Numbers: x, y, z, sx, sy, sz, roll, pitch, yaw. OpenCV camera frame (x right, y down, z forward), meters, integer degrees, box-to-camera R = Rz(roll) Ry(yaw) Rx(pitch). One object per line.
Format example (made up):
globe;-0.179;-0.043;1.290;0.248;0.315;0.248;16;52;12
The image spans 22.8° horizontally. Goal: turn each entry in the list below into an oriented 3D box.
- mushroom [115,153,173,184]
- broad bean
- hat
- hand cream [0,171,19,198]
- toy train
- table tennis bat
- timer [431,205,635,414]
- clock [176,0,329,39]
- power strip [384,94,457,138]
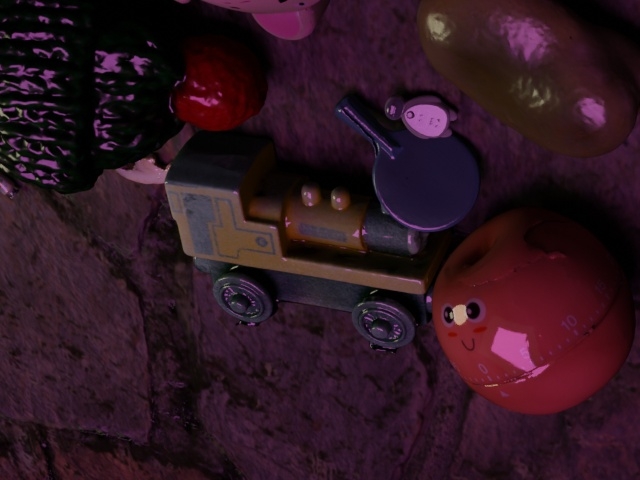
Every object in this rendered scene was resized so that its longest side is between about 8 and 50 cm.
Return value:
mushroom;-0.229;-0.096;2.115;0.101;0.019;0.049;6;139;23
broad bean;0.221;-0.188;1.658;0.263;0.121;0.189;37;150;14
hat;-0.231;-0.176;1.863;0.332;0.242;0.274;9;154;4
hand cream;-0.474;-0.099;2.268;0.102;0.022;0.035;42;146;-11
toy train;0.000;0.000;1.988;0.369;0.150;0.237;9;133;22
table tennis bat;0.097;-0.097;1.860;0.201;0.033;0.124;42;103;2
timer;0.245;0.082;1.848;0.229;0.229;0.215;-24;108;47
clock;-0.103;-0.356;1.651;0.309;0.114;0.284;31;142;-5
power strip;0.115;-0.147;1.828;0.083;0.035;0.055;17;120;1
